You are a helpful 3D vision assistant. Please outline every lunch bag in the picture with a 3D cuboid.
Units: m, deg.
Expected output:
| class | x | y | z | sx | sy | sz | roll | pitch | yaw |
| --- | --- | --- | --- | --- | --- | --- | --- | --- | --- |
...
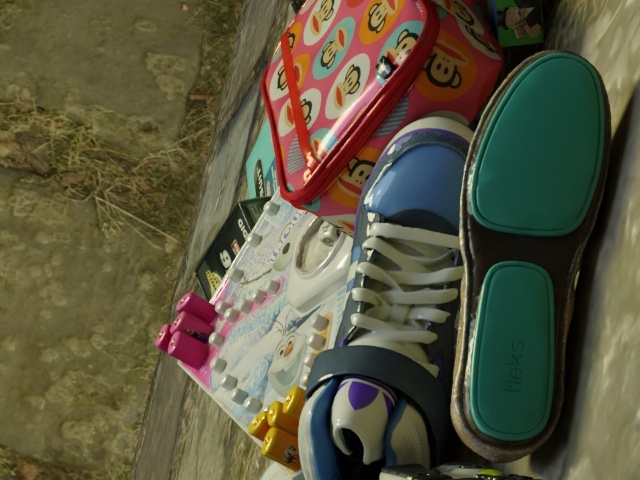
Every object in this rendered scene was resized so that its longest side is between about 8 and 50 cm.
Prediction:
| class | x | y | z | sx | sy | sz | roll | pitch | yaw |
| --- | --- | --- | --- | --- | --- | --- | --- | --- | --- |
| lunch bag | 0.041 | -0.139 | 1.737 | 0.258 | 0.120 | 0.293 | -52 | 25 | 22 |

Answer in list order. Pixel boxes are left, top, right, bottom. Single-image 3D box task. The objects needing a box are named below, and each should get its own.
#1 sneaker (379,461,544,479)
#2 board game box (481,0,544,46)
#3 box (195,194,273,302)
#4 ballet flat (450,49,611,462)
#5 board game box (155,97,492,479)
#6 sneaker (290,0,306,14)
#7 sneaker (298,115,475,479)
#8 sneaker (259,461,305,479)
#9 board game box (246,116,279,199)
| class | x | y | z | sx | sy | sz | roll | pitch | yaw |
| --- | --- | --- | --- | --- | --- | --- | --- | --- | --- |
| sneaker | 0.110 | 0.222 | 1.349 | 0.275 | 0.107 | 0.110 | 164 | 103 | -83 |
| board game box | 0.156 | -0.324 | 1.803 | 0.317 | 0.046 | 0.213 | -105 | 8 | -71 |
| box | -0.062 | 0.084 | 2.215 | 0.220 | 0.051 | 0.175 | 65 | 149 | 20 |
| ballet flat | 0.146 | 0.013 | 1.409 | 0.106 | 0.107 | 0.316 | 93 | -170 | -74 |
| board game box | 0.000 | 0.000 | 1.846 | 0.390 | 0.050 | 0.390 | -59 | 25 | 1 |
| sneaker | 0.031 | -0.335 | 2.315 | 0.130 | 0.147 | 0.330 | 62 | 178 | 15 |
| sneaker | 0.065 | 0.077 | 1.527 | 0.236 | 0.130 | 0.323 | -57 | -20 | -71 |
| sneaker | -0.057 | 0.345 | 1.993 | 0.092 | 0.087 | 0.229 | -114 | 40 | -71 |
| board game box | 0.003 | -0.091 | 2.253 | 0.336 | 0.079 | 0.254 | 118 | 152 | -49 |
